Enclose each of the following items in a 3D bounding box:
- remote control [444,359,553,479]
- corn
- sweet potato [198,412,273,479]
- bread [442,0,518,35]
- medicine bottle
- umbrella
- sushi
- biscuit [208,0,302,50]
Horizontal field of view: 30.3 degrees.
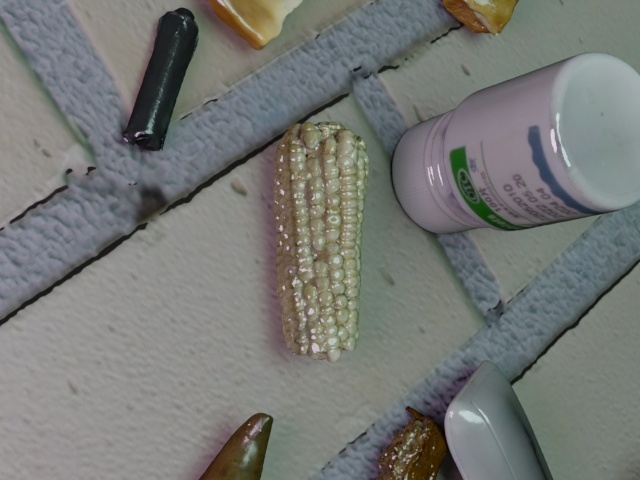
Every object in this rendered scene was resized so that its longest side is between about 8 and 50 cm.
[{"bbox_3d":[0.209,0.268,1.122,0.109,0.055,0.313,-39,107,-55],"label":"remote control"},{"bbox_3d":[0.000,0.000,1.036,0.087,0.087,0.211,3,87,-33],"label":"corn"},{"bbox_3d":[-0.092,0.269,0.944,0.067,0.067,0.274,26,75,-27],"label":"sweet potato"},{"bbox_3d":[0.176,-0.273,1.203,0.074,0.053,0.132,41,62,-21],"label":"bread"},{"bbox_3d":[0.177,-0.076,1.063,0.139,0.237,0.139,7,78,-33],"label":"medicine bottle"},{"bbox_3d":[-0.132,-0.136,0.998,0.036,0.031,0.133,39,60,-51],"label":"umbrella"},{"bbox_3d":[0.078,0.206,1.067,0.055,0.052,0.120,39,64,-21],"label":"sushi"},{"bbox_3d":[-0.042,-0.337,1.080,0.204,0.040,0.309,44,62,-20],"label":"biscuit"}]
